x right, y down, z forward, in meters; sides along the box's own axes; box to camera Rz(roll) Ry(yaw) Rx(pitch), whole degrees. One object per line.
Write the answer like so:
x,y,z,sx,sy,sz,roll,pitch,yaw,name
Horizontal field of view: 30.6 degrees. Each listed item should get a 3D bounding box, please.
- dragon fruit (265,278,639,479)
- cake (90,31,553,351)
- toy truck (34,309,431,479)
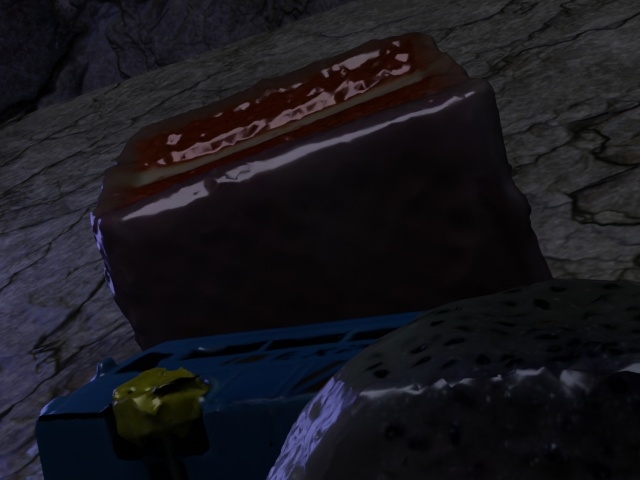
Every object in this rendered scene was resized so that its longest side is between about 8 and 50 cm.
0.113,0.119,0.448,0.283,0.221,0.204,-1,12,16,dragon fruit
0.000,0.000,0.902,0.309,0.230,0.237,-18,19,1,cake
0.026,0.127,0.683,0.385,0.161,0.162,-9,11,23,toy truck
